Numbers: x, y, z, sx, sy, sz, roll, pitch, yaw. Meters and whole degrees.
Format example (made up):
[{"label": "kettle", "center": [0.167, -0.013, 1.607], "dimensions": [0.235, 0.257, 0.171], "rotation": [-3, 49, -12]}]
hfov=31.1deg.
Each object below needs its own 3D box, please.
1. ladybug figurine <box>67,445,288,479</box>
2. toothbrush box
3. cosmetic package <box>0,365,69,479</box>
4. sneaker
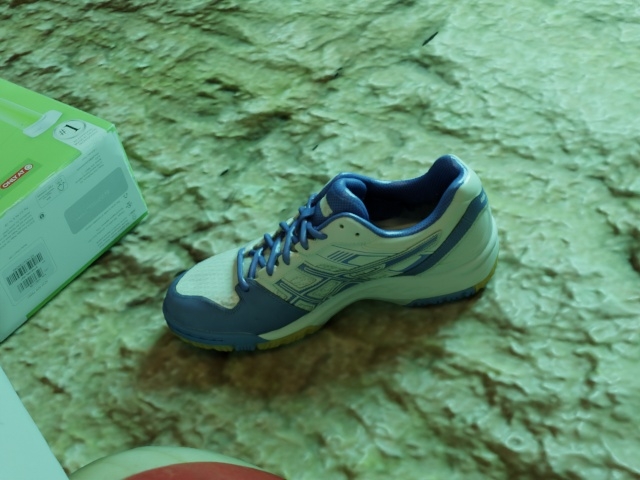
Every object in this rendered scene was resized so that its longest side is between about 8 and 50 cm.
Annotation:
[{"label": "ladybug figurine", "center": [-0.062, 0.282, 0.670], "dimensions": [0.305, 0.161, 0.449], "rotation": [-29, 44, -16]}, {"label": "toothbrush box", "center": [-0.347, -0.051, 1.134], "dimensions": [0.283, 0.122, 0.206], "rotation": [23, 54, 33]}, {"label": "cosmetic package", "center": [-0.255, 0.286, 0.457], "dimensions": [0.393, 0.329, 0.327], "rotation": [49, 113, 31]}, {"label": "sneaker", "center": [0.000, 0.000, 0.980], "dimensions": [0.297, 0.131, 0.111], "rotation": [-16, 44, 0]}]
